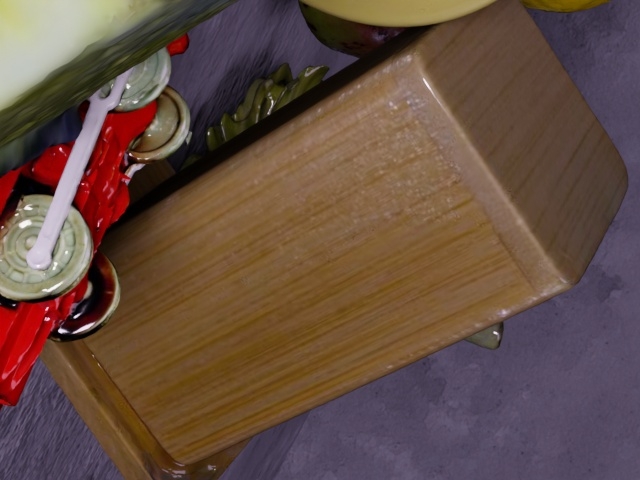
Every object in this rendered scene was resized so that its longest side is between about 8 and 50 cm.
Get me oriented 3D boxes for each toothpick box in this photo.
[{"bbox_3d":[0.000,0.000,0.780,0.308,0.190,0.187,-28,-170,34],"label":"toothpick box"}]

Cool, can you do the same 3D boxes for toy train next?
[{"bbox_3d":[-0.138,-0.032,0.576,0.082,0.131,0.204,79,30,-67],"label":"toy train"}]

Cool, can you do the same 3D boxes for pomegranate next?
[{"bbox_3d":[0.050,-0.213,1.016,0.129,0.129,0.159,57,54,-79],"label":"pomegranate"}]

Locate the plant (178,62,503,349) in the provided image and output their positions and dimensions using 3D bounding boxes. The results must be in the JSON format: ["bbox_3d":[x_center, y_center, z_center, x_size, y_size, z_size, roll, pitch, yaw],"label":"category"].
[{"bbox_3d":[-0.022,0.006,1.097,0.261,0.297,0.305,-111,-155,-62],"label":"plant"}]

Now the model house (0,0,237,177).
[{"bbox_3d":[-0.141,-0.094,0.428,0.211,0.170,0.194,-34,-172,21],"label":"model house"}]

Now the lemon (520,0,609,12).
[{"bbox_3d":[0.195,-0.322,1.051,0.260,0.261,0.283,-17,125,-76],"label":"lemon"}]

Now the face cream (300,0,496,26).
[{"bbox_3d":[0.058,-0.237,0.679,0.179,0.218,0.218,-47,164,-51],"label":"face cream"}]
